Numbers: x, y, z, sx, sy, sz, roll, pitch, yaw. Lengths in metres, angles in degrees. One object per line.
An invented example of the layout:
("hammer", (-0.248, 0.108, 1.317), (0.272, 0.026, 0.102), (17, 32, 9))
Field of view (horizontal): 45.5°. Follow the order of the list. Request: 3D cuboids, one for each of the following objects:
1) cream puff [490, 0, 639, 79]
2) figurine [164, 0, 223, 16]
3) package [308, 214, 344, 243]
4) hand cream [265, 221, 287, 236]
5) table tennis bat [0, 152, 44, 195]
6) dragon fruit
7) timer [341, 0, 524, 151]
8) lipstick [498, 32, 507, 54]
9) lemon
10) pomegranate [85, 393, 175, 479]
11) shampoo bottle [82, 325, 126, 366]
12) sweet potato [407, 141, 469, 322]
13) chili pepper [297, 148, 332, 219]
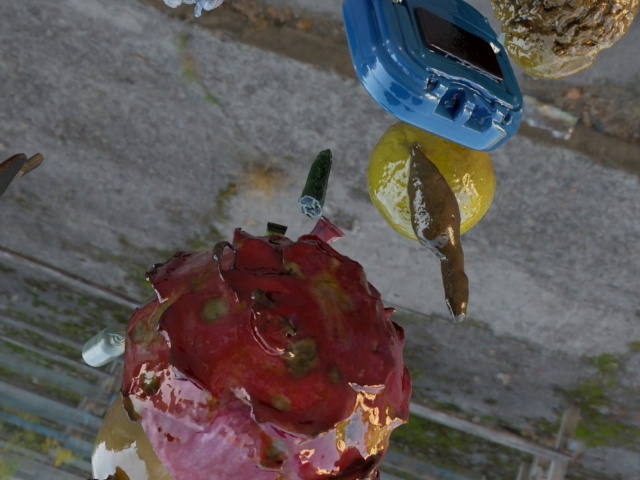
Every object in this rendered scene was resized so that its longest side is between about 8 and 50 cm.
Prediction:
("cream puff", (0.480, -0.518, 1.557), (0.231, 0.343, 0.327), (16, -164, -48))
("figurine", (-0.269, -0.530, 1.520), (0.208, 0.128, 0.183), (49, -156, 21))
("package", (0.000, 0.000, 1.445), (0.059, 0.083, 0.029), (39, 161, 5))
("hand cream", (-0.086, 0.031, 1.289), (0.036, 0.122, 0.023), (14, 175, -15))
("table tennis bat", (-0.554, -0.109, 1.348), (0.019, 0.220, 0.130), (41, 114, -8))
("dragon fruit", (-0.031, 0.150, 0.916), (0.249, 0.387, 0.370), (-37, 138, 29))
("timer", (0.201, -0.313, 1.307), (0.339, 0.309, 0.115), (15, 140, -32))
("lipstick", (0.507, -0.577, 1.977), (0.068, 0.274, 0.061), (16, -162, -25))
("lemon", (0.263, -0.148, 1.813), (0.335, 0.336, 0.336), (18, 162, 6))
("pomegranate", (-0.326, 0.489, 1.664), (0.411, 0.412, 0.411), (18, 162, 6))
("shampoo bottle", (-0.369, 0.181, 1.337), (0.056, 0.056, 0.195), (28, 152, -21))
("sweet potato", (0.176, -0.012, 1.128), (0.074, 0.270, 0.075), (-13, 172, -2))
("chili pepper", (-0.001, -0.168, 2.067), (0.059, 0.227, 0.088), (2, 139, 18))
